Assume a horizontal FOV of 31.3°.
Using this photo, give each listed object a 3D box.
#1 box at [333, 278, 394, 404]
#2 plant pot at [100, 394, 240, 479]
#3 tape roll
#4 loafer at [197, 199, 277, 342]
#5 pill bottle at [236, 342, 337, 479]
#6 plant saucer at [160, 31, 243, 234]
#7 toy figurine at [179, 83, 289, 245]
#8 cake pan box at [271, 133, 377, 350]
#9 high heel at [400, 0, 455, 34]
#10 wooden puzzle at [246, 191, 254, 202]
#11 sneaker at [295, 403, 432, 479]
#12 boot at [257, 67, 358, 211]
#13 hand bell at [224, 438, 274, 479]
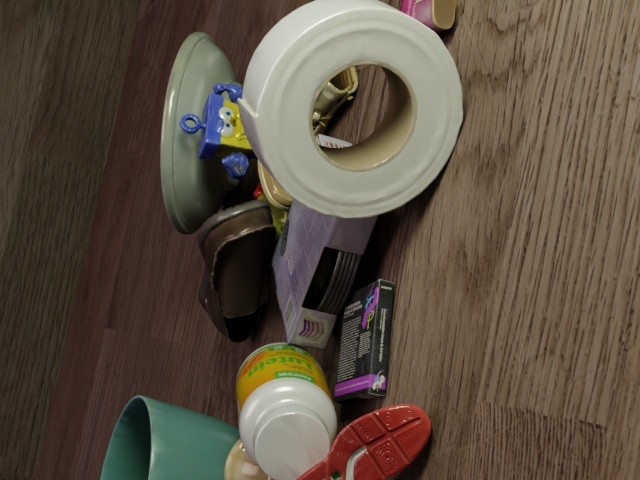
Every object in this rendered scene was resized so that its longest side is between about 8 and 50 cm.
[{"bbox_3d":[0.062,0.145,1.610,0.116,0.029,0.162,150,128,-62],"label":"box"},{"bbox_3d":[-0.206,0.410,1.821,0.293,0.235,0.293,-167,90,-68],"label":"plant pot"},{"bbox_3d":[0.040,-0.176,1.511,0.286,0.286,0.100,-70,24,15],"label":"tape roll"},{"bbox_3d":[-0.127,0.060,1.957,0.130,0.133,0.366,61,161,25],"label":"loafer"},{"bbox_3d":[-0.048,0.244,1.611,0.246,0.136,0.136,-114,42,-76],"label":"pill bottle"},{"bbox_3d":[-0.212,-0.207,2.256,0.400,0.100,0.401,6,-90,-81],"label":"plant saucer"},{"bbox_3d":[-0.162,-0.156,2.074,0.191,0.217,0.363,-40,41,56],"label":"toy figurine"},{"bbox_3d":[0.000,0.000,1.749,0.267,0.070,0.246,-106,31,-61],"label":"cake pan box"},{"bbox_3d":[0.155,-0.402,1.652,0.117,0.082,0.244,-12,76,62],"label":"high heel"},{"bbox_3d":[-0.140,-0.054,2.239,0.049,0.006,0.083,33,107,67],"label":"wooden puzzle"},{"bbox_3d":[0.057,0.279,1.471,0.221,0.128,0.087,-35,79,13],"label":"sneaker"},{"bbox_3d":[-0.018,-0.196,1.925,0.203,0.095,0.262,-38,39,55],"label":"boot"},{"bbox_3d":[-0.023,0.351,1.636,0.242,0.126,0.126,3,80,54],"label":"hand bell"}]
